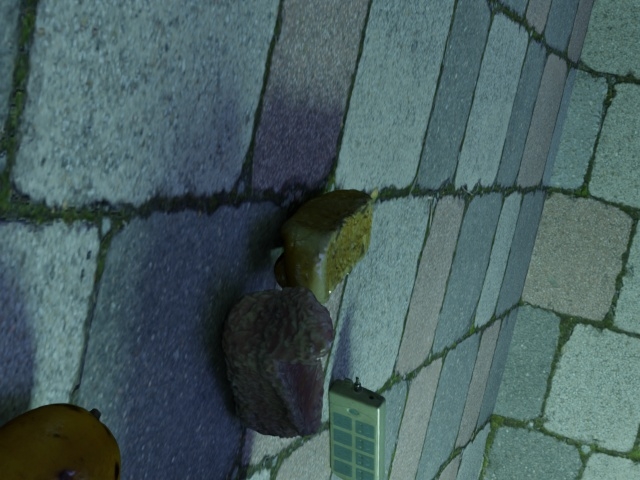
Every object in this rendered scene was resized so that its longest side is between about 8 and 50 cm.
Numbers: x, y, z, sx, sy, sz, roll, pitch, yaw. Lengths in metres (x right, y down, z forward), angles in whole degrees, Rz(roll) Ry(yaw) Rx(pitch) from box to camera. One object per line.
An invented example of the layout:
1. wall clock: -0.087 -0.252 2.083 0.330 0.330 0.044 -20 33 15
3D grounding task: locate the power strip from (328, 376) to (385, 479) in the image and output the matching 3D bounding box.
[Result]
1. power strip: 0.052 0.274 1.597 0.029 0.080 0.227 -51 150 -41

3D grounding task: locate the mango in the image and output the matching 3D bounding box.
1. mango: -0.203 0.179 0.758 0.178 0.090 0.115 -38 147 -50

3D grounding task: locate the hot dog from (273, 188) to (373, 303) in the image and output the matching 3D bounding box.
1. hot dog: 0.000 0.000 1.230 0.242 0.073 0.084 -46 147 -68

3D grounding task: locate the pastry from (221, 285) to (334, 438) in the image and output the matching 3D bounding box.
1. pastry: -0.045 0.127 1.159 0.265 0.112 0.103 97 5 -59
